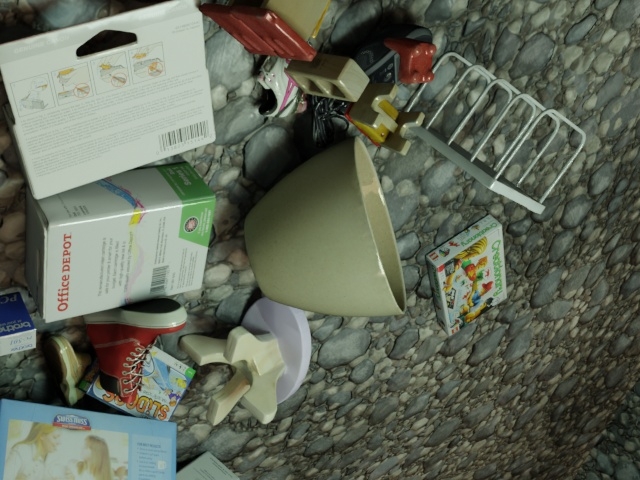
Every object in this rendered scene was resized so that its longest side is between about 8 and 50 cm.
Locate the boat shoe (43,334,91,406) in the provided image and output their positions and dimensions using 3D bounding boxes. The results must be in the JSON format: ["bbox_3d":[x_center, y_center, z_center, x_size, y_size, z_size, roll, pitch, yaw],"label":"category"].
[{"bbox_3d":[-0.455,0.225,1.518,0.072,0.068,0.190,-32,152,-31],"label":"boat shoe"}]

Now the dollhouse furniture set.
[{"bbox_3d":[0.025,-0.314,1.247,0.374,0.152,0.201,36,79,-45],"label":"dollhouse furniture set"}]

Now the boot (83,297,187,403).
[{"bbox_3d":[-0.304,0.193,1.421,0.088,0.244,0.176,-15,96,-48],"label":"boot"}]

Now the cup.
[{"bbox_3d":[0.000,0.000,1.508,0.237,0.331,0.331,-15,142,10],"label":"cup"}]

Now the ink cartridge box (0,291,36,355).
[{"bbox_3d":[-0.568,0.148,1.315,0.207,0.097,0.046,-11,133,-31],"label":"ink cartridge box"}]

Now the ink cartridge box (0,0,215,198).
[{"bbox_3d":[-0.306,-0.218,1.208,0.296,0.066,0.261,-22,137,-23],"label":"ink cartridge box"}]

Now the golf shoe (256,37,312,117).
[{"bbox_3d":[-0.060,-0.279,1.351,0.086,0.067,0.186,-18,136,-25],"label":"golf shoe"}]

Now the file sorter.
[{"bbox_3d":[0.322,-0.211,1.569,0.193,0.278,0.173,19,109,-47],"label":"file sorter"}]

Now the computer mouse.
[{"bbox_3d":[0.075,-0.293,1.428,0.272,0.072,0.188,-37,156,-15],"label":"computer mouse"}]

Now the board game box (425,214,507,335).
[{"bbox_3d":[0.367,0.093,2.064,0.193,0.053,0.305,-32,141,-11],"label":"board game box"}]

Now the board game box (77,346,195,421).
[{"bbox_3d":[-0.345,0.265,1.582,0.201,0.035,0.136,40,69,-40],"label":"board game box"}]

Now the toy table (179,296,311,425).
[{"bbox_3d":[-0.143,0.245,1.668,0.161,0.252,0.274,-24,131,-45],"label":"toy table"}]

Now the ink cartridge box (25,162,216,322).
[{"bbox_3d":[-0.329,-0.001,1.354,0.278,0.117,0.201,-12,133,-32],"label":"ink cartridge box"}]

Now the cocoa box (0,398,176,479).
[{"bbox_3d":[-0.457,0.436,1.477,0.347,0.231,0.228,18,146,-37],"label":"cocoa box"}]

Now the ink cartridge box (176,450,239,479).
[{"bbox_3d":[-0.332,0.635,1.885,0.273,0.114,0.197,-24,144,-54],"label":"ink cartridge box"}]
